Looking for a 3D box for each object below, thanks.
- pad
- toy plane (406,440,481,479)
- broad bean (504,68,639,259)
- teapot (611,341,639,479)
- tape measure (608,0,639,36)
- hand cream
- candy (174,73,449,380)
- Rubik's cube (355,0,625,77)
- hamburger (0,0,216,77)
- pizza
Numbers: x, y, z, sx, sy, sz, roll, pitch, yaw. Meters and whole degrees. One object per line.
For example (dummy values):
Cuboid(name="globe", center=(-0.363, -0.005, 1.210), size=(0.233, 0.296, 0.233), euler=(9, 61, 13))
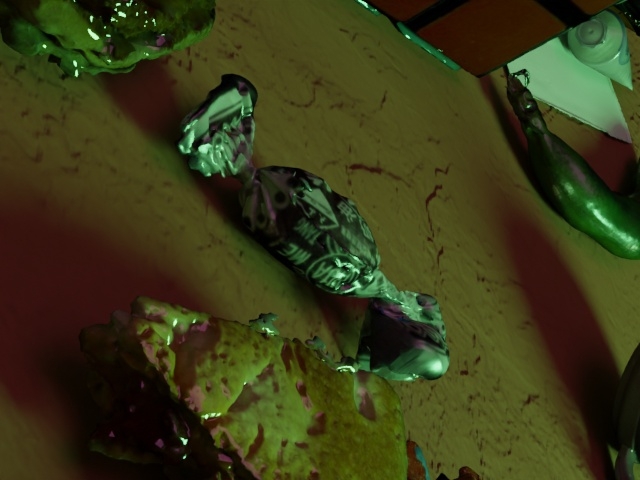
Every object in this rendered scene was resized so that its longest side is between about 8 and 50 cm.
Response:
Cuboid(name="pad", center=(0.210, -0.176, 1.243), size=(0.232, 0.004, 0.156), euler=(14, 57, -51))
Cuboid(name="toy plane", center=(0.091, 0.200, 0.740), size=(0.189, 0.061, 0.130), euler=(57, 31, -19))
Cuboid(name="broad bean", center=(0.252, -0.048, 1.168), size=(0.292, 0.049, 0.144), euler=(16, 54, -50))
Cuboid(name="teapot", center=(0.284, 0.133, 0.979), size=(0.148, 0.146, 0.116), euler=(-33, 136, -44))
Cuboid(name="tape measure", center=(0.309, -0.264, 1.283), size=(0.223, 0.135, 0.202), euler=(38, 0, -15))
Cuboid(name="hand cream", center=(0.266, -0.186, 1.289), size=(0.142, 0.053, 0.084), euler=(-1, 67, -67))
Cuboid(name="candy", center=(0.001, 0.000, 0.769), size=(0.226, 0.051, 0.094), euler=(47, 24, -28))
Cuboid(name="Rubik's cube", center=(0.116, -0.327, 0.952), size=(0.283, 0.293, 0.288), euler=(26, 45, -48))
Cuboid(name="hamburger", center=(-0.104, -0.193, 0.681), size=(0.206, 0.130, 0.183), euler=(62, 29, 1))
Cuboid(name="pizza", center=(-0.038, 0.096, 0.622), size=(0.194, 0.069, 0.154), euler=(39, 39, -24))
